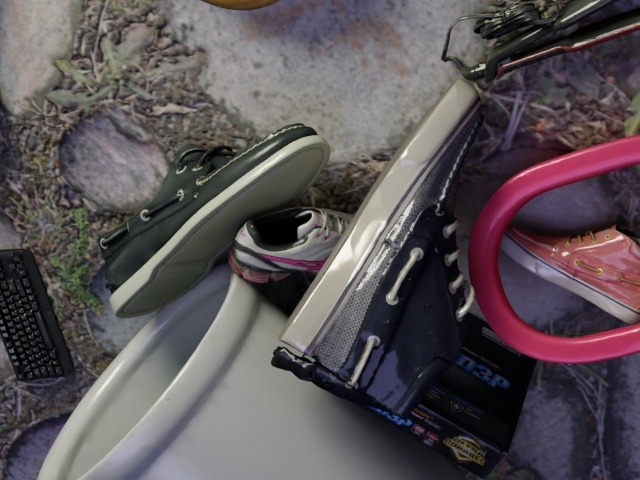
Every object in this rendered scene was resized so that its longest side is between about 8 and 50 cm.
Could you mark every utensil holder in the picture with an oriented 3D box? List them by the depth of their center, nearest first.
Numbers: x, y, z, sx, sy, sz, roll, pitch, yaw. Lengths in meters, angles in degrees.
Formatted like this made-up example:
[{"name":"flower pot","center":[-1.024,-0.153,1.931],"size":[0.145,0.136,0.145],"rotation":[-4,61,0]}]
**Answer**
[{"name":"utensil holder","center":[-0.060,0.268,2.007],"size":[0.385,0.327,0.327],"rotation":[41,125,-14]}]

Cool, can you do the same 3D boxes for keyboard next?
[{"name":"keyboard","center":[-0.367,0.090,2.169],"size":[0.108,0.023,0.180],"rotation":[-3,120,21]}]

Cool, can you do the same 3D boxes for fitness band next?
[{"name":"fitness band","center":[0.290,0.009,1.820],"size":[0.291,0.054,0.209],"rotation":[-17,86,18]}]

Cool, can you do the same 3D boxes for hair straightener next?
[{"name":"hair straightener","center":[0.211,-0.217,1.765],"size":[0.230,0.047,0.089],"rotation":[-16,116,32]}]

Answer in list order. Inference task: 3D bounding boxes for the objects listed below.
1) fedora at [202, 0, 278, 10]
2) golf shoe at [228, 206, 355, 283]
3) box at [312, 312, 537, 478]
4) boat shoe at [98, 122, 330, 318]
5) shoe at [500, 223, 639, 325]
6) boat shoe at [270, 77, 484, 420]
[{"name":"fedora","center":[-0.082,-0.317,1.768],"size":[0.194,0.079,0.194],"rotation":[12,131,14]},{"name":"golf shoe","center":[0.000,0.000,1.910],"size":[0.186,0.067,0.086],"rotation":[-8,154,-18]},{"name":"box","center":[0.112,0.131,1.941],"size":[0.220,0.175,0.051],"rotation":[31,128,-2]},{"name":"boat shoe","center":[-0.126,-0.045,1.946],"size":[0.340,0.127,0.113],"rotation":[-42,66,41]},{"name":"shoe","center":[0.273,0.012,1.884],"size":[0.178,0.063,0.081],"rotation":[29,105,12]},{"name":"boat shoe","center":[0.102,0.018,1.824],"size":[0.158,0.127,0.340],"rotation":[33,89,-3]}]
